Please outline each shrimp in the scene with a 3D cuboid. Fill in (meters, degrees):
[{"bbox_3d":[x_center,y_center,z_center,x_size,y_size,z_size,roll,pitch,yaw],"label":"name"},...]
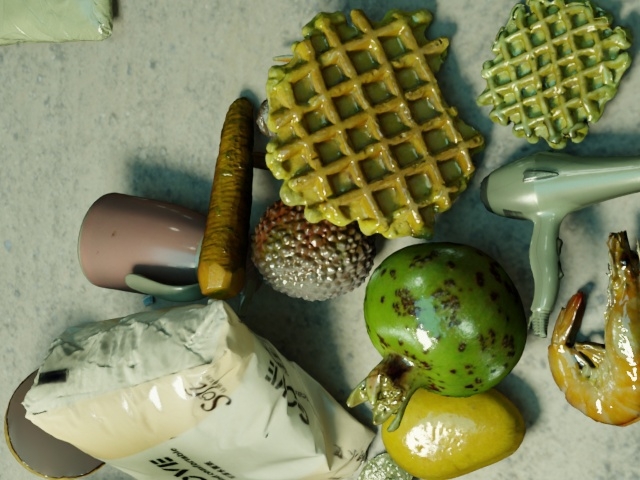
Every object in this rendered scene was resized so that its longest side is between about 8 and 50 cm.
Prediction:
[{"bbox_3d":[0.352,0.109,1.300,0.150,0.068,0.248,15,108,34],"label":"shrimp"}]

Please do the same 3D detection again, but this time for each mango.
[{"bbox_3d":[0.175,0.249,1.408,0.195,0.098,0.137,-3,95,22],"label":"mango"}]

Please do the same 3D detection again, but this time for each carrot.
[{"bbox_3d":[-0.125,-0.068,1.462,0.066,0.066,0.314,-15,58,31],"label":"carrot"}]

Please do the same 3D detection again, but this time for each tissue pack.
[{"bbox_3d":[-0.172,0.239,1.503,0.390,0.195,0.375,-17,135,30],"label":"tissue pack"}]

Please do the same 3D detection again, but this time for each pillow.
[{"bbox_3d":[-0.440,-0.439,1.636,0.281,0.076,0.274,3,99,29],"label":"pillow"}]

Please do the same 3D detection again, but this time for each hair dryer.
[{"bbox_3d":[0.313,-0.025,1.254,0.219,0.088,0.224,-29,59,24],"label":"hair dryer"}]

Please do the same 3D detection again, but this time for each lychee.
[{"bbox_3d":[0.000,0.000,1.433,0.165,0.197,0.165,41,149,32],"label":"lychee"}]

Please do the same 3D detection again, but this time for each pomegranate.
[{"bbox_3d":[0.139,0.116,1.319,0.211,0.263,0.211,33,158,16],"label":"pomegranate"}]

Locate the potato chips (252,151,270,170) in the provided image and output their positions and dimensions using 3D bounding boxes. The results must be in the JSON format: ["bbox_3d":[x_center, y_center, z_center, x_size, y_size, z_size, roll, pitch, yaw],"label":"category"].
[{"bbox_3d":[-0.028,-0.098,1.490,0.204,0.037,0.026,15,114,27],"label":"potato chips"}]

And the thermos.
[{"bbox_3d":[-0.212,0.025,1.540,0.265,0.176,0.145,10,125,28],"label":"thermos"}]

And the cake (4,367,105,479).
[{"bbox_3d":[-0.403,0.283,1.714,0.185,0.178,0.207,41,83,-5],"label":"cake"}]

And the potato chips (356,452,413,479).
[{"bbox_3d":[0.124,0.406,1.503,0.202,0.029,0.219,-31,86,33],"label":"potato chips"}]

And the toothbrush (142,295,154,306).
[{"bbox_3d":[-0.216,0.069,1.641,0.162,0.014,0.017,-25,72,31],"label":"toothbrush"}]

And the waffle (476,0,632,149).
[{"bbox_3d":[0.278,-0.207,1.285,0.169,0.036,0.183,34,103,26],"label":"waffle"}]

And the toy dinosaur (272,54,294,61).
[{"bbox_3d":[0.029,-0.221,1.435,0.187,0.044,0.106,-13,108,27],"label":"toy dinosaur"}]

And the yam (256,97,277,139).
[{"bbox_3d":[-0.015,-0.153,1.449,0.141,0.079,0.079,28,112,20],"label":"yam"}]

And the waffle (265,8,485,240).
[{"bbox_3d":[0.071,-0.148,1.346,0.282,0.058,0.300,-1,86,-5],"label":"waffle"}]
